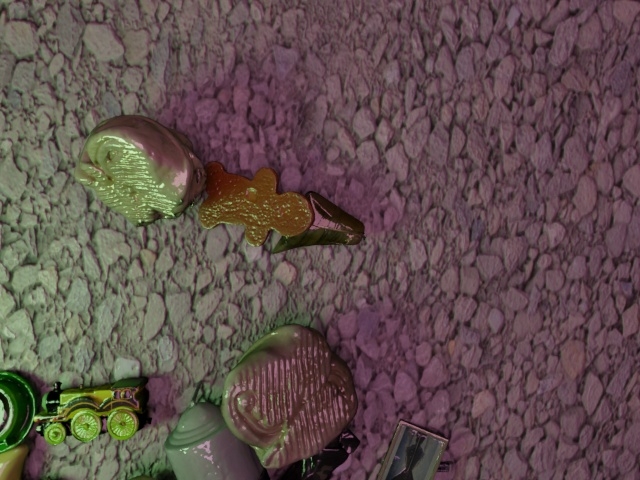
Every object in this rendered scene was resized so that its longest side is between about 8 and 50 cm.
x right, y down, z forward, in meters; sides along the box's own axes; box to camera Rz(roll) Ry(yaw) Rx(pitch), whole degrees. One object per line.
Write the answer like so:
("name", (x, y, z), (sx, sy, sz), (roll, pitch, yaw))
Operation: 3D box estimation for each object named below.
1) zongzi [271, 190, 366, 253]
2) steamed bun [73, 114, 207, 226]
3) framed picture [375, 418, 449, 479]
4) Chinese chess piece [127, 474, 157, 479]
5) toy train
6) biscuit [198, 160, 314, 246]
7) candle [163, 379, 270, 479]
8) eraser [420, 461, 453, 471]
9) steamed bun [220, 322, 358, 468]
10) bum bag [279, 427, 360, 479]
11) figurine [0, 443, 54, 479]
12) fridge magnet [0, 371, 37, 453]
("zongzi", (0.002, 0.001, 1.247), (0.204, 0.094, 0.204), (32, 97, -6))
("steamed bun", (-0.416, -0.191, 1.144), (0.268, 0.207, 0.280), (-27, 120, 37))
("framed picture", (0.263, 0.634, 1.344), (0.150, 0.015, 0.203), (22, 93, 5))
("Chinese chess piece", (-0.442, 0.744, 1.214), (0.273, 0.102, 0.273), (14, 117, 30))
("toy train", (-0.601, 0.450, 1.247), (0.296, 0.100, 0.161), (-4, 88, -3))
("biscuit", (-0.167, -0.088, 1.215), (0.323, 0.049, 0.206), (9, 96, 17))
("candle", (-0.275, 0.561, 1.214), (0.221, 0.221, 0.343), (-22, 96, -1))
("eraser", (0.339, 0.658, 1.360), (0.099, 0.019, 0.027), (1, 94, -2))
("steamed bun", (-0.092, 0.388, 1.197), (0.324, 0.219, 0.310), (-38, 100, -25))
("bum bag", (-0.030, 0.646, 1.301), (0.144, 0.095, 0.341), (31, 98, -12))
("figurine", (-0.800, 0.705, 1.245), (0.222, 0.124, 0.325), (4, 91, -4))
("fridge magnet", (-0.850, 0.451, 1.226), (0.207, 0.088, 0.208), (0, 77, 1))
